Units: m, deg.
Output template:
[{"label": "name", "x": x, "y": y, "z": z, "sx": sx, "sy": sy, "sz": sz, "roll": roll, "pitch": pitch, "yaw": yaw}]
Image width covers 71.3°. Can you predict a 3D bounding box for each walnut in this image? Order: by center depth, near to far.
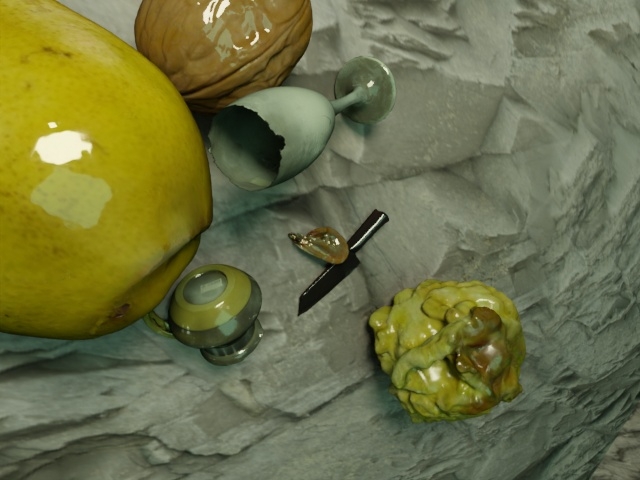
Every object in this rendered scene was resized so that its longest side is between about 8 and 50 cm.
[{"label": "walnut", "x": -0.104, "y": -0.233, "z": 0.503, "sx": 0.207, "sy": 0.167, "sz": 0.167, "roll": -47, "pitch": 124, "yaw": -11}]

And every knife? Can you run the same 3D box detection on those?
[{"label": "knife", "x": 0.039, "y": 0.043, "z": 0.768, "sx": 0.230, "sy": 0.028, "sz": 0.060, "roll": -47, "pitch": 136, "yaw": -7}]

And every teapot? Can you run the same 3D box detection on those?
[{"label": "teapot", "x": -0.158, "y": 0.105, "z": 0.621, "sx": 0.165, "sy": 0.130, "sz": 0.119, "roll": -8, "pitch": 131, "yaw": 5}]

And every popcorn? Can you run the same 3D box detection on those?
[{"label": "popcorn", "x": 0.226, "y": 0.200, "z": 0.803, "sx": 0.293, "sy": 0.237, "sz": 0.293, "roll": -10, "pitch": 108, "yaw": -31}]

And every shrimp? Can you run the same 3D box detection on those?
[{"label": "shrimp", "x": 0.000, "y": 0.000, "z": 0.725, "sx": 0.108, "sy": 0.023, "sz": 0.059, "roll": 28, "pitch": 66, "yaw": -20}]

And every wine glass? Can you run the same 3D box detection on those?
[{"label": "wine glass", "x": 0.009, "y": -0.076, "z": 0.574, "sx": 0.309, "sy": 0.096, "sz": 0.264, "roll": -45, "pitch": 133, "yaw": -51}]

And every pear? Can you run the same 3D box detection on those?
[{"label": "pear", "x": -0.259, "y": -0.069, "z": 0.398, "sx": 0.336, "sy": 0.285, "sz": 0.285, "roll": 35, "pitch": 87, "yaw": -29}]
